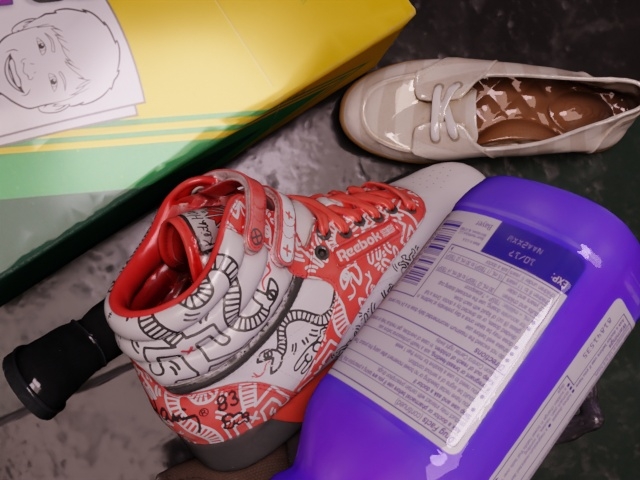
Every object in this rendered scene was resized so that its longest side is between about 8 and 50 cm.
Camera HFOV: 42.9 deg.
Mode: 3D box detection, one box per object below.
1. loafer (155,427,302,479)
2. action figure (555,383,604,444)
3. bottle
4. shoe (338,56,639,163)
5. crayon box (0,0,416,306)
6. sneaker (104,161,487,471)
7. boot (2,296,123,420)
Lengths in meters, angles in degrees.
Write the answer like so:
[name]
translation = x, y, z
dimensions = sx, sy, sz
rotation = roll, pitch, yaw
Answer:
[loafer]
translation = -0.052, 0.298, 0.493
dimensions = 0.130, 0.134, 0.366
rotation = 0, 77, -6
[action figure]
translation = 0.125, 0.159, 0.518
dimensions = 0.164, 0.141, 0.276
rotation = 15, 81, -12
[bottle]
translation = 0.053, 0.098, 0.427
dimensions = 0.283, 0.118, 0.092
rotation = -52, 129, -11
[shoe]
translation = 0.122, -0.095, 0.571
dimensions = 0.218, 0.058, 0.077
rotation = -2, 87, -10
[crayon box]
translation = -0.176, -0.193, 0.497
dimensions = 0.313, 0.106, 0.363
rotation = -34, 90, -9
[sneaker]
translation = 0.000, 0.001, 0.485
dimensions = 0.270, 0.090, 0.145
rotation = -41, 129, -19
[boot]
translation = -0.130, 0.054, 0.491
dimensions = 0.099, 0.121, 0.045
rotation = -36, 94, -4
